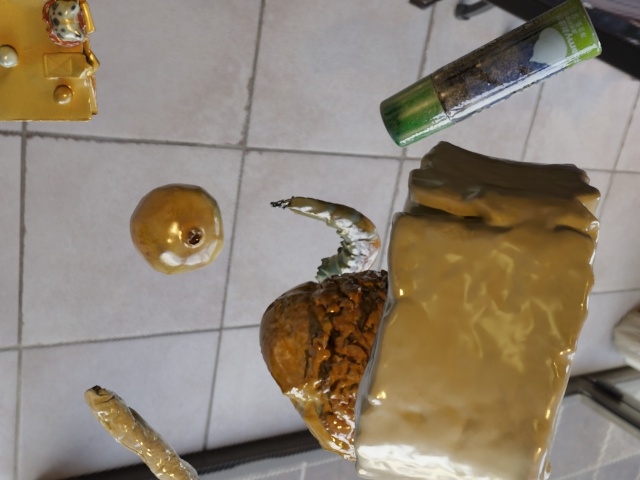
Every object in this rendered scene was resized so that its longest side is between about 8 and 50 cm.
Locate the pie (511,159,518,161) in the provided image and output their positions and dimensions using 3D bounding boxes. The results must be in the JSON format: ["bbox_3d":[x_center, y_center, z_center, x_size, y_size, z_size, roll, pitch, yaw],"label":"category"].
[{"bbox_3d":[0.469,-0.104,1.449,0.049,0.182,0.182,-32,129,22],"label":"pie"}]

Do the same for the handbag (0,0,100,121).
[{"bbox_3d":[-0.567,-0.425,1.201,0.283,0.133,0.401,2,116,-2],"label":"handbag"}]

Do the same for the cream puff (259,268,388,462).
[{"bbox_3d":[0.087,0.170,0.985,0.343,0.327,0.231,42,114,-16],"label":"cream puff"}]

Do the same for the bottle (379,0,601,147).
[{"bbox_3d":[0.253,-0.251,0.995,0.330,0.093,0.093,-24,129,25],"label":"bottle"}]

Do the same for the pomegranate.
[{"bbox_3d":[-0.333,-0.028,1.489,0.233,0.233,0.233,-12,115,-27],"label":"pomegranate"}]

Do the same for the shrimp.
[{"bbox_3d":[0.034,0.000,1.386,0.185,0.068,0.287,-18,134,18],"label":"shrimp"}]

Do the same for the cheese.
[{"bbox_3d":[0.136,0.068,0.571,0.332,0.153,0.292,-37,136,-70],"label":"cheese"}]

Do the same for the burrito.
[{"bbox_3d":[-0.426,0.492,1.561,0.076,0.117,0.392,-44,104,-13],"label":"burrito"}]
